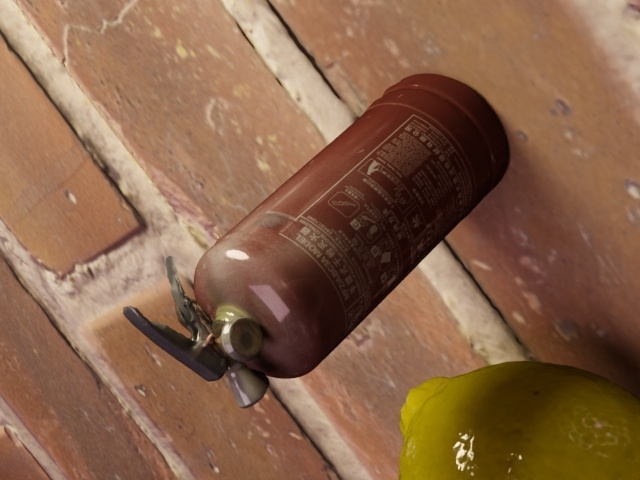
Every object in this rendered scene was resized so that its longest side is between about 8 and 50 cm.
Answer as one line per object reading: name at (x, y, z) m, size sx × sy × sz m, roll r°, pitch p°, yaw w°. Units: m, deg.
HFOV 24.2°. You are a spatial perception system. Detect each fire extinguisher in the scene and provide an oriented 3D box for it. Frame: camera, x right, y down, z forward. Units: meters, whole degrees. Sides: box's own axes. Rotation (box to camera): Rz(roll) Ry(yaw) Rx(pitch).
fire extinguisher at (0.000, 0.000, 0.886) m, size 0.104 × 0.269 × 0.105 m, roll 27°, pitch 140°, yaw 26°

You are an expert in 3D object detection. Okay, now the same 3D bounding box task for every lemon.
lemon at (0.147, 0.170, 0.970) m, size 0.248 × 0.184 × 0.184 m, roll 36°, pitch 143°, yaw 23°
